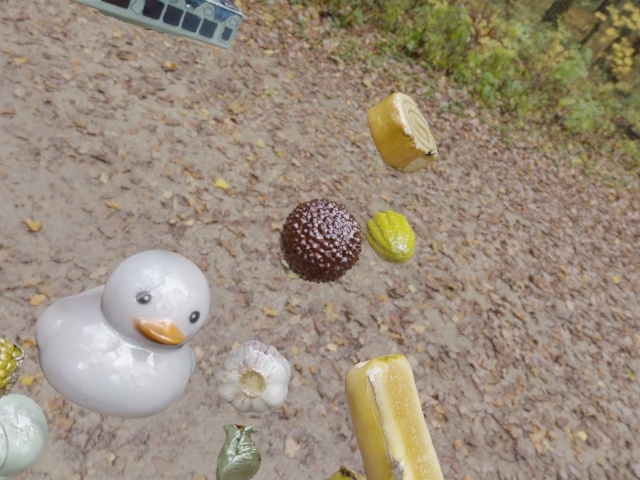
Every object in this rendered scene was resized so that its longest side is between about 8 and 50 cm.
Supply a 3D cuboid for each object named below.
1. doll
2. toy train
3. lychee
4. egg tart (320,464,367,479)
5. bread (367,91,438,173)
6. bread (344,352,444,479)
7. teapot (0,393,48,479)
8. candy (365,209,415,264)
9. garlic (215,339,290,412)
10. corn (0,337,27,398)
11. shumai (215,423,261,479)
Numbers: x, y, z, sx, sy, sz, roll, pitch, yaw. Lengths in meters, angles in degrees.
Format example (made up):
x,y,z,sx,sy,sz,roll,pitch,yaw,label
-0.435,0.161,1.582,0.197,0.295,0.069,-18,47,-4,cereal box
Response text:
x,y,z,sx,sy,sz,roll,pitch,yaw,label
-0.245,0.105,0.608,0.221,0.221,0.251,2,8,-31,doll
-0.137,-0.164,0.276,0.043,0.047,0.207,45,27,22,toy train
0.000,0.000,1.402,0.264,0.264,0.300,2,18,-31,lychee
0.092,0.633,1.087,0.294,0.294,0.123,30,72,-1,egg tart
0.140,-0.179,0.754,0.149,0.073,0.122,0,69,-58,bread
0.116,0.329,0.705,0.142,0.091,0.305,-7,80,-56,bread
-0.795,0.554,1.143,0.318,0.220,0.149,65,12,11,teapot
0.152,-0.001,0.957,0.106,0.094,0.199,23,14,-5,candy
-0.223,0.458,1.546,0.245,0.253,0.245,0,85,-5,garlic
-0.614,0.162,0.675,0.305,0.106,0.106,28,36,-29,corn
-0.133,0.322,0.700,0.083,0.082,0.080,32,10,-48,shumai
